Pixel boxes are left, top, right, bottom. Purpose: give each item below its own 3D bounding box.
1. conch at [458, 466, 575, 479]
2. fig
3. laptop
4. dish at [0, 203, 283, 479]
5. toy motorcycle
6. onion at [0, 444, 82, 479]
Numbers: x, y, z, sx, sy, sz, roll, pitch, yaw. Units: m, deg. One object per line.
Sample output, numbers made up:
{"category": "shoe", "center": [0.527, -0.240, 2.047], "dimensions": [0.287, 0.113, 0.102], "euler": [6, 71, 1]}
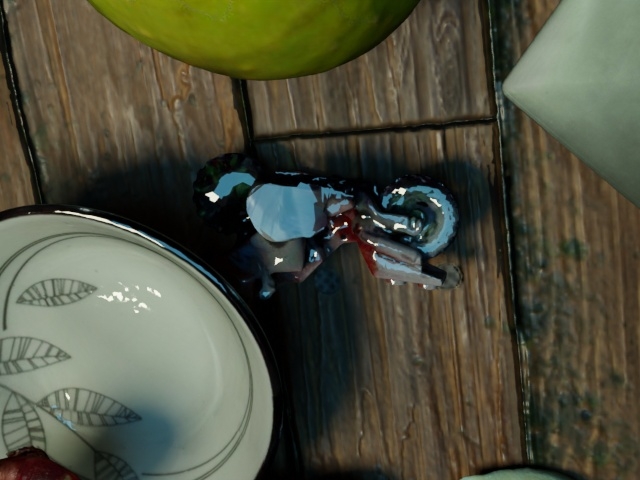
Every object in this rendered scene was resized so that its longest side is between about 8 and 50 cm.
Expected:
{"category": "conch", "center": [0.180, 0.239, 0.794], "dimensions": [0.180, 0.065, 0.088], "euler": [27, 113, 15]}
{"category": "fig", "center": [-0.072, -0.240, 0.627], "dimensions": [0.326, 0.258, 0.258], "euler": [17, 111, 26]}
{"category": "laptop", "center": [0.261, -0.097, 0.636], "dimensions": [0.269, 0.015, 0.187], "euler": [47, 115, 28]}
{"category": "dish", "center": [-0.172, 0.101, 0.820], "dimensions": [0.317, 0.106, 0.316], "euler": [5, 112, 13]}
{"category": "toy motorcycle", "center": [0.000, 0.000, 0.761], "dimensions": [0.213, 0.082, 0.122], "euler": [7, 107, 14]}
{"category": "onion", "center": [-0.234, 0.209, 0.773], "dimensions": [0.107, 0.107, 0.097], "euler": [-17, 59, 19]}
